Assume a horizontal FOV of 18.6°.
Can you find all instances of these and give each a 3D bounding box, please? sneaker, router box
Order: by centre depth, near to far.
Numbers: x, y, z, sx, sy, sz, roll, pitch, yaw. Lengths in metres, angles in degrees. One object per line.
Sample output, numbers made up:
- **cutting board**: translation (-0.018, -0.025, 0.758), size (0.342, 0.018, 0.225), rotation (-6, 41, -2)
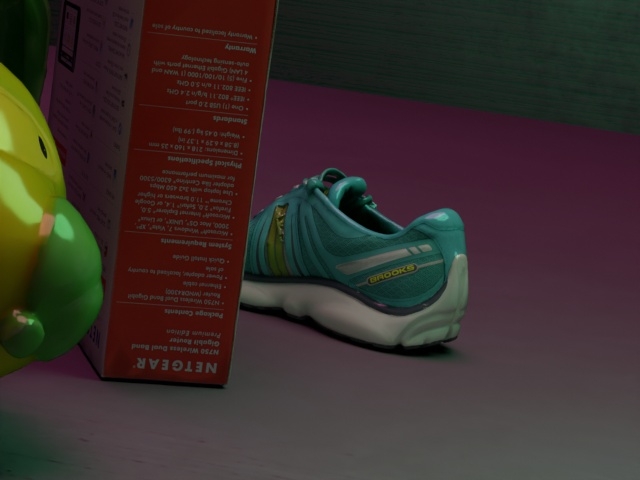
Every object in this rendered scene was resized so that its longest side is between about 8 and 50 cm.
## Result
- **router box**: translation (-0.118, -0.091, 1.306), size (0.082, 0.301, 0.335), rotation (5, 10, -17)
- **sneaker**: translation (0.000, 0.000, 1.439), size (0.275, 0.110, 0.107), rotation (14, 11, 38)

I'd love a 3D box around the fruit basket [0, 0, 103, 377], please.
- **fruit basket**: translation (-0.260, -0.068, 1.052), size (0.392, 0.283, 0.392), rotation (8, -12, 2)
